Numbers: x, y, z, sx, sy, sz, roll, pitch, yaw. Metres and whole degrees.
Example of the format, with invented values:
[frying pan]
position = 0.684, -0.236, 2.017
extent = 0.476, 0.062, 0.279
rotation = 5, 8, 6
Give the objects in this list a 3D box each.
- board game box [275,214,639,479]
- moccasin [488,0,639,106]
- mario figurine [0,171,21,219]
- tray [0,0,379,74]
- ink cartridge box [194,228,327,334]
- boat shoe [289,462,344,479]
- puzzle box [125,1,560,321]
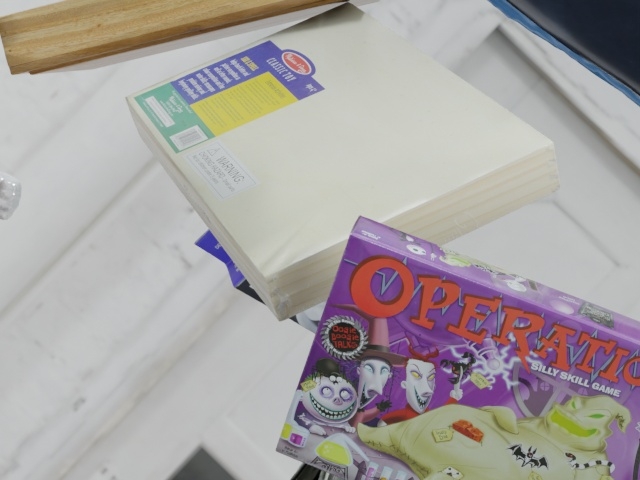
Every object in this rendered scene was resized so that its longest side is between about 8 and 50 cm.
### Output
[board game box]
position = 0.156, 0.136, 0.922
extent = 0.347, 0.208, 0.056
rotation = 21, 21, 6
[moccasin]
position = 0.182, -0.063, 0.387
extent = 0.342, 0.138, 0.117
rotation = 25, -17, 0
[mario figurine]
position = -0.442, -0.111, 1.341
extent = 0.170, 0.198, 0.320
rotation = 123, -49, -62
[tray]
position = -0.136, -0.268, 1.388
extent = 0.203, 0.411, 0.076
rotation = -38, 116, -73
[ink cartridge box]
position = 0.000, 0.000, 1.370
extent = 0.208, 0.206, 0.045
rotation = 32, 28, -30
[boat shoe]
position = -0.031, 0.315, 1.359
extent = 0.070, 0.219, 0.078
rotation = 20, 16, -37
[puzzle box]
position = 0.000, -0.097, 1.135
extent = 0.409, 0.272, 0.052
rotation = 49, -20, 54
